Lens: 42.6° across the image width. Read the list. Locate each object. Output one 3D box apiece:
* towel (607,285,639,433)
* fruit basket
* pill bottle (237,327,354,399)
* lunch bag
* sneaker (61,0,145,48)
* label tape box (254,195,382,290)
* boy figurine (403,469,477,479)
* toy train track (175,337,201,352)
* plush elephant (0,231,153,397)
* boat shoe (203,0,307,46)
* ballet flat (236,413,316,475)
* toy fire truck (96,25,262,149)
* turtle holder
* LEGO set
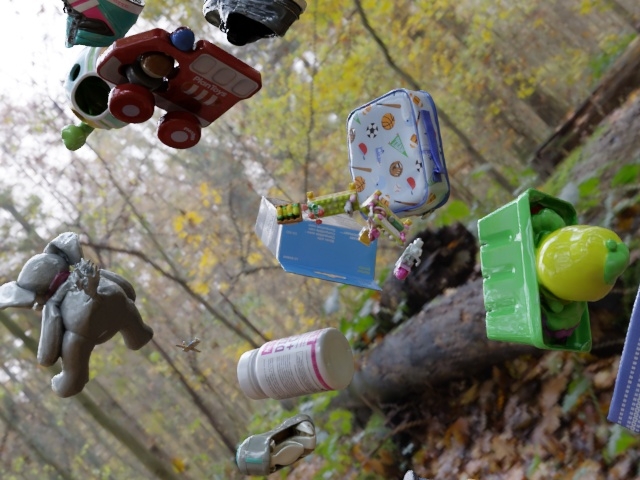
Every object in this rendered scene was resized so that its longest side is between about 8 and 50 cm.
[{"bbox_3d":[0.513,0.156,0.913,0.040,0.336,0.243,-22,-56,-53],"label":"towel"},{"bbox_3d":[0.550,0.064,1.848,0.283,0.392,0.392,12,-51,-46],"label":"fruit basket"},{"bbox_3d":[-0.068,0.332,2.157,0.283,0.160,0.160,-17,8,31],"label":"pill bottle"},{"bbox_3d":[0.186,-0.192,1.924,0.243,0.303,0.115,-18,-10,43],"label":"lunch bag"},{"bbox_3d":[-0.572,-0.537,1.885,0.178,0.295,0.124,-59,11,22],"label":"sneaker"},{"bbox_3d":[0.000,0.000,1.928,0.333,0.240,0.106,-138,62,-68],"label":"label tape box"},{"bbox_3d":[0.294,0.576,1.776,0.177,0.285,0.092,-55,25,37],"label":"boy figurine"},{"bbox_3d":[-0.229,0.183,1.460,0.083,0.048,0.014,-37,39,58],"label":"toy train track"},{"bbox_3d":[-0.564,0.134,1.812,0.272,0.255,0.330,-41,-36,-37],"label":"plush elephant"},{"bbox_3d":[-0.171,-0.497,1.865,0.127,0.340,0.113,31,-103,-46],"label":"boat shoe"},{"bbox_3d":[-0.044,0.311,1.239,0.068,0.072,0.213,-5,-1,29],"label":"ballet flat"},{"bbox_3d":[-0.311,-0.357,1.779,0.302,0.169,0.254,27,-45,-37],"label":"toy fire truck"},{"bbox_3d":[-0.621,-0.417,2.293,0.320,0.243,0.227,-20,21,16],"label":"turtle holder"},{"bbox_3d":[0.058,-0.028,1.488,0.107,0.287,0.132,-81,14,-70],"label":"LEGO set"}]
